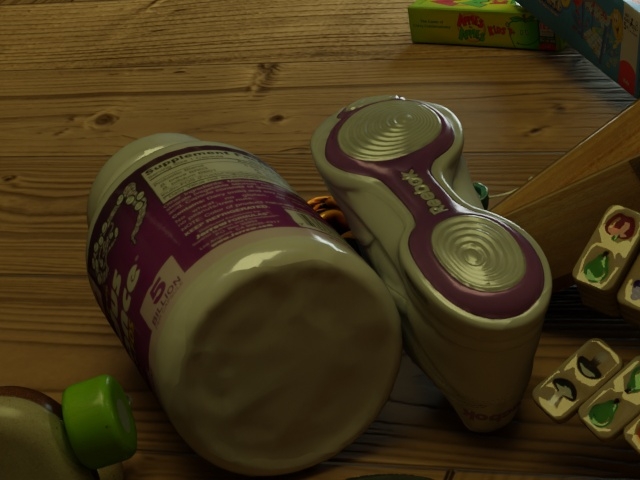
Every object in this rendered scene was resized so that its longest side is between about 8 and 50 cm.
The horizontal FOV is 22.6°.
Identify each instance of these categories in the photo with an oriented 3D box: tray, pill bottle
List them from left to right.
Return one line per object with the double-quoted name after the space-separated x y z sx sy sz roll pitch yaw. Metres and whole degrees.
-0.073 0.027 1.144 0.169 0.169 0.301 -17 26 -16 "pill bottle"
0.294 -0.082 1.262 0.411 0.076 0.203 -33 4 -42 "tray"

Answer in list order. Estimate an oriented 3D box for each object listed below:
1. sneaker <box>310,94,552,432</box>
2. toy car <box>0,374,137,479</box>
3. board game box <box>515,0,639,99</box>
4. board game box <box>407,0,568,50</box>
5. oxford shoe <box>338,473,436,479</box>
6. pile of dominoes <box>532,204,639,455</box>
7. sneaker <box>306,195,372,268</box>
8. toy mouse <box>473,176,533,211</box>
0.067 0.009 1.131 0.114 0.152 0.305 -11 38 -10 "sneaker"
-0.173 0.141 0.999 0.155 0.149 0.188 -18 14 5 "toy car"
0.384 -0.262 1.623 0.301 0.086 0.308 -11 31 -16 "board game box"
0.198 -0.249 1.764 0.181 0.043 0.092 8 31 31 "board game box"
-0.011 0.202 0.897 0.227 0.083 0.096 -20 52 -28 "oxford shoe"
0.271 0.060 0.961 0.251 0.040 0.196 23 73 28 "pile of dominoes"
0.000 0.000 1.277 0.084 0.083 0.215 -24 28 -25 "sneaker"
0.125 -0.014 1.323 0.143 0.031 0.161 -27 31 -31 "toy mouse"
